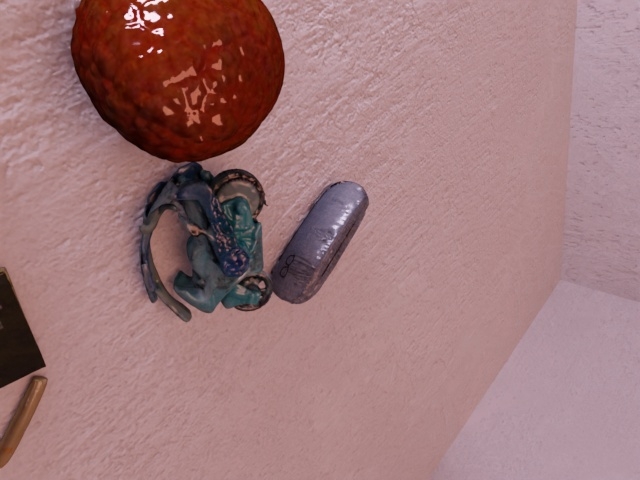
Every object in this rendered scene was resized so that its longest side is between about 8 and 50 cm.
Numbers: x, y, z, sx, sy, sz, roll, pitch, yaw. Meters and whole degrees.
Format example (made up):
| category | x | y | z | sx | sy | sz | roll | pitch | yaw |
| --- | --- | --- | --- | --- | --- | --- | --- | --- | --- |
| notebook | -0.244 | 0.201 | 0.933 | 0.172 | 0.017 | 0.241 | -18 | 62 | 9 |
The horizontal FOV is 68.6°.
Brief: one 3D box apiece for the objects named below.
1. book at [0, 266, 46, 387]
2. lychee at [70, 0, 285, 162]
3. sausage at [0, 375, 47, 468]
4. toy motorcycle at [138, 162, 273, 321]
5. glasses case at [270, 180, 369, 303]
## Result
| category | x | y | z | sx | sy | sz | roll | pitch | yaw |
| --- | --- | --- | --- | --- | --- | --- | --- | --- | --- |
| book | -0.469 | 0.143 | 0.551 | 0.228 | 0.024 | 0.160 | -27 | 124 | -39 |
| lychee | -0.167 | -0.228 | 0.591 | 0.255 | 0.255 | 0.300 | 29 | 49 | -49 |
| sausage | -0.416 | 0.252 | 0.649 | 0.024 | 0.024 | 0.133 | 30 | 81 | -49 |
| toy motorcycle | -0.178 | 0.014 | 0.742 | 0.206 | 0.154 | 0.260 | -11 | 118 | -20 |
| glasses case | 0.000 | 0.000 | 0.943 | 0.283 | 0.109 | 0.067 | -59 | 139 | -13 |
